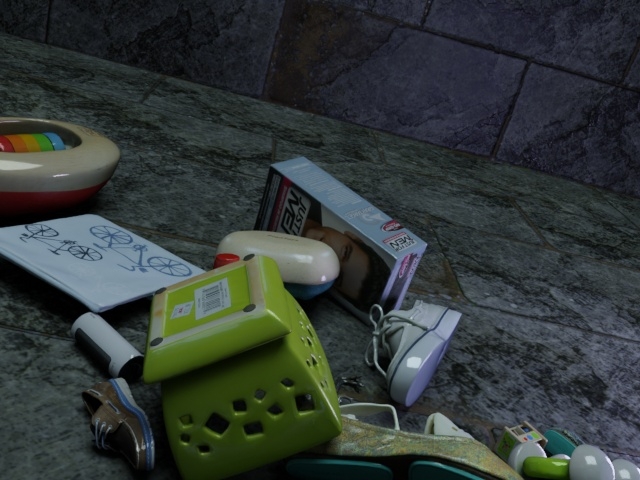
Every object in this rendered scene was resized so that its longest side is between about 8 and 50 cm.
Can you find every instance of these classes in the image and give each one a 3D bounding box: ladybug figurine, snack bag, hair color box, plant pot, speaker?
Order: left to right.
[{"bbox_3d":[-0.640,-0.155,1.462,0.305,0.161,0.449,33,28,34],"label":"ladybug figurine"},{"bbox_3d":[-0.421,0.040,1.285,0.323,0.037,0.342,26,16,17],"label":"snack bag"},{"bbox_3d":[-0.334,0.170,1.071,0.136,0.055,0.055,32,28,31],"label":"speaker"},{"bbox_3d":[-0.118,0.160,0.940,0.227,0.207,0.228,-20,26,0],"label":"plant pot"},{"bbox_3d":[0.031,-0.007,1.483,0.374,0.185,0.114,37,38,27],"label":"hair color box"}]

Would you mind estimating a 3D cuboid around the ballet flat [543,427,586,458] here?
[{"bbox_3d":[0.453,0.380,1.123,0.070,0.070,0.188,1,31,-33],"label":"ballet flat"}]

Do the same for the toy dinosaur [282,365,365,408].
[{"bbox_3d":[-0.006,0.246,1.119,0.268,0.064,0.118,29,33,35],"label":"toy dinosaur"}]

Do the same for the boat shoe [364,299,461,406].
[{"bbox_3d":[0.154,0.181,1.274,0.156,0.135,0.367,24,21,16],"label":"boat shoe"}]

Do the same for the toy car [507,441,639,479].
[{"bbox_3d":[0.366,0.373,0.985,0.182,0.136,0.159,27,-25,-28],"label":"toy car"}]

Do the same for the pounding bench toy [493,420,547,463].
[{"bbox_3d":[0.345,0.350,1.125,0.065,0.052,0.083,-2,29,-38],"label":"pounding bench toy"}]

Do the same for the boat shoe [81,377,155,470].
[{"bbox_3d":[-0.277,0.254,0.919,0.066,0.066,0.183,-5,21,-32],"label":"boat shoe"}]

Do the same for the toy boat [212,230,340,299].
[{"bbox_3d":[-0.122,0.076,1.335,0.268,0.148,0.318,11,15,23],"label":"toy boat"}]

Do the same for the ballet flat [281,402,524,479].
[{"bbox_3d":[0.119,0.289,0.944,0.349,0.123,0.123,5,21,11],"label":"ballet flat"}]
